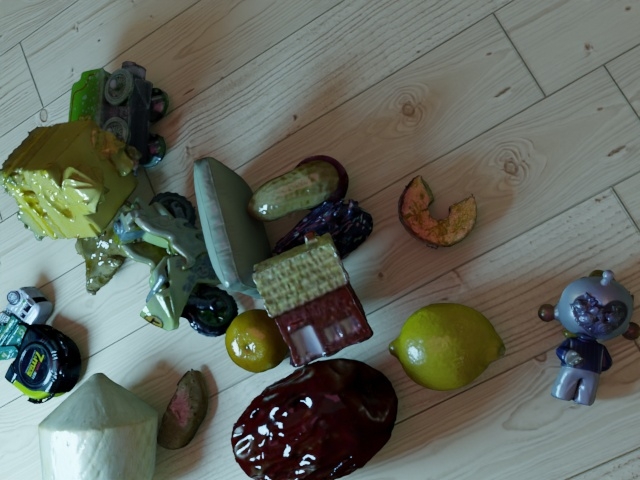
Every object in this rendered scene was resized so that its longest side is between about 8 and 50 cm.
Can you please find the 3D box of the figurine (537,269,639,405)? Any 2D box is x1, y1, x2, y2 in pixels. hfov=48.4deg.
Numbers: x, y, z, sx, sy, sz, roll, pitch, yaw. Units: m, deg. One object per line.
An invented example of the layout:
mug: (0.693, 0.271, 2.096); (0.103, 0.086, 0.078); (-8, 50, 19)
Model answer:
figurine: (0.531, 0.193, 1.443); (0.194, 0.133, 0.274); (34, 96, 7)

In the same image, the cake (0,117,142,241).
cake: (-0.585, -0.144, 1.714); (0.286, 0.222, 0.227); (-3, 45, 27)

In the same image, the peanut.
peanut: (-0.061, -0.105, 1.605); (0.226, 0.108, 0.095); (-23, 65, 10)

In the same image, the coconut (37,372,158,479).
coconut: (-0.526, 0.477, 1.693); (0.329, 0.329, 0.328); (-4, 80, 20)

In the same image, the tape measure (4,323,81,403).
tape measure: (-0.725, 0.336, 1.888); (0.186, 0.112, 0.198); (27, 96, 29)

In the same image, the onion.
onion: (-0.006, -0.153, 1.716); (0.150, 0.150, 0.140); (-22, 33, 15)

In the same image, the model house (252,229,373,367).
model house: (-0.025, 0.112, 1.545); (0.196, 0.160, 0.253); (-22, 105, 3)

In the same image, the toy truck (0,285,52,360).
toy truck: (-0.827, 0.237, 1.947); (0.116, 0.110, 0.216); (37, 94, 9)

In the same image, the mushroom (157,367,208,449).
mushroom: (-0.332, 0.426, 1.747); (0.094, 0.072, 0.209); (27, 90, 13)

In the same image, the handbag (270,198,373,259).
handbag: (0.000, 0.000, 1.652); (0.260, 0.162, 0.113); (-38, 72, 13)

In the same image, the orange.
orange: (-0.148, 0.235, 1.688); (0.155, 0.134, 0.154); (4, 105, 15)

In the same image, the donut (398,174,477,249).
donut: (0.263, -0.055, 1.614); (0.181, 0.078, 0.146); (23, 90, 16)

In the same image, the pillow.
pillow: (-0.200, -0.022, 1.678); (0.120, 0.255, 0.322); (-19, 74, 11)

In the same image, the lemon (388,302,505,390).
lemon: (0.265, 0.223, 1.504); (0.244, 0.187, 0.186); (-7, 78, 17)

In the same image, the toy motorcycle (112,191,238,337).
toy motorcycle: (-0.364, 0.060, 1.748); (0.168, 0.237, 0.409); (-48, 60, 45)

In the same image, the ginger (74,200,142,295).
ginger: (-0.562, 0.009, 1.880); (0.219, 0.123, 0.269); (-2, 89, 28)

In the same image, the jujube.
jujube: (-0.015, 0.402, 1.541); (0.377, 0.258, 0.258); (-34, 71, 11)

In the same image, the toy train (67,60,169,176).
toy train: (-0.549, -0.316, 1.911); (0.249, 0.173, 0.307); (-2, 80, 29)
